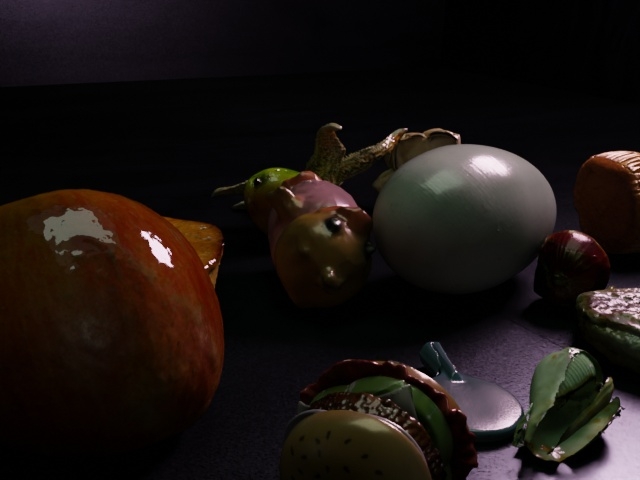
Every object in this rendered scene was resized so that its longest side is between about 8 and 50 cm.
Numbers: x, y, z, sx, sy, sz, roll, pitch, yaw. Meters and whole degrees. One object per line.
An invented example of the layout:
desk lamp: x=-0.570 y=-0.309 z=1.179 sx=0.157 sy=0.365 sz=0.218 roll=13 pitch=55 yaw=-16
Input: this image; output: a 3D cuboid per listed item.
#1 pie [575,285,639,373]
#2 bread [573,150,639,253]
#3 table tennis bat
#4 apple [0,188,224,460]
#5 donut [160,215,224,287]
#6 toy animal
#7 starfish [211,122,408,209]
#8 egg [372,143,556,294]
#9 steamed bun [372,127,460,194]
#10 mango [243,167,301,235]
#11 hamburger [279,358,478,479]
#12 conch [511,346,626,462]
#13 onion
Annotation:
pie: x=0.485 y=0.114 z=1.221 sx=0.277 sy=0.078 sz=0.277 roll=4 pitch=19 yaw=-1
bread: x=0.539 y=-0.068 z=1.621 sx=0.104 sy=0.199 sz=0.199 roll=-6 pitch=20 yaw=-20
table tennis bat: x=0.161 y=0.175 z=1.059 sx=0.124 sy=0.033 sz=0.201 roll=0 pitch=20 yaw=-14
apple: x=-0.247 y=0.073 z=0.928 sx=0.302 sy=0.301 sz=0.301 roll=3 pitch=18 yaw=-1
donut: x=-0.274 y=0.054 z=1.241 sx=0.303 sy=0.110 sz=0.303 roll=1 pitch=19 yaw=0
toy animal: x=-0.002 y=0.004 z=1.354 sx=0.195 sy=0.169 sz=0.281 roll=33 pitch=8 yaw=-19
starfish: x=-0.016 y=-0.121 z=1.708 sx=0.358 sy=0.078 sz=0.347 roll=-31 pitch=-9 yaw=36
egg: x=0.233 y=-0.035 z=1.400 sx=0.230 sy=0.230 sz=0.371 roll=19 pitch=18 yaw=40
steamed bun: x=0.202 y=-0.131 z=1.804 sx=0.192 sy=0.177 sz=0.106 roll=-6 pitch=6 yaw=17
mango: x=-0.039 y=-0.055 z=1.595 sx=0.233 sy=0.125 sz=0.111 roll=18 pitch=43 yaw=-45
hamburger: x=0.039 y=0.193 z=0.779 sx=0.175 sy=0.175 sz=0.137 roll=12 pitch=26 yaw=25
conch: x=0.274 y=0.187 z=0.986 sx=0.106 sy=0.079 sz=0.170 roll=14 pitch=35 yaw=23
onion: x=0.380 y=0.044 z=1.354 sx=0.119 sy=0.117 sz=0.118 roll=-7 pitch=31 yaw=4
